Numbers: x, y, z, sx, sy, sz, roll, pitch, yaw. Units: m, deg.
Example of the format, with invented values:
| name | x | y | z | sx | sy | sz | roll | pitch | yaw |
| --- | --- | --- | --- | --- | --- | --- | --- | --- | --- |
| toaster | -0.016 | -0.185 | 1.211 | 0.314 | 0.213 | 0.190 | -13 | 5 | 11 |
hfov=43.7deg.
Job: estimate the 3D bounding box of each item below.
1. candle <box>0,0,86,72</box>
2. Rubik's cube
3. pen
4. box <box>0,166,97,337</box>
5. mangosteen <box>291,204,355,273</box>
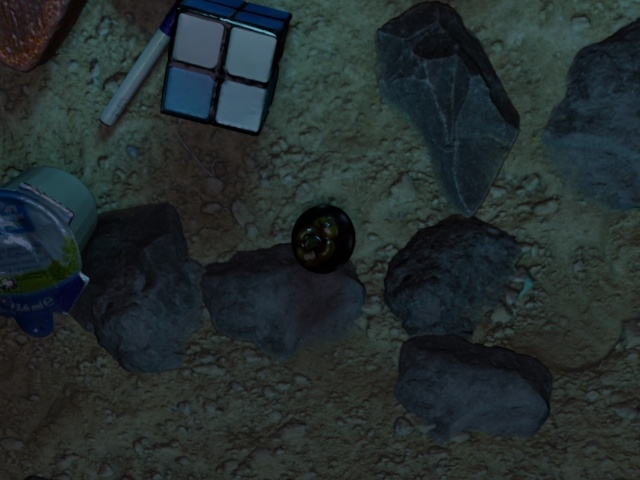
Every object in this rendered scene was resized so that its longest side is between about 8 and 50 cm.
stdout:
| name | x | y | z | sx | sy | sz | roll | pitch | yaw |
| --- | --- | --- | --- | --- | --- | --- | --- | --- | --- |
| candle | -0.523 | -0.419 | 1.311 | 0.316 | 0.131 | 0.287 | -3 | 118 | 7 |
| Rubik's cube | -0.151 | -0.292 | 1.309 | 0.167 | 0.183 | 0.180 | 15 | 117 | -1 |
| pen | -0.308 | -0.306 | 1.397 | 0.033 | 0.033 | 0.269 | 36 | 113 | -12 |
| box | -0.511 | 0.000 | 1.462 | 0.262 | 0.206 | 0.291 | -10 | 115 | 11 |
| mangosteen | 0.000 | 0.000 | 1.459 | 0.140 | 0.140 | 0.140 | 2 | 115 | 4 |
